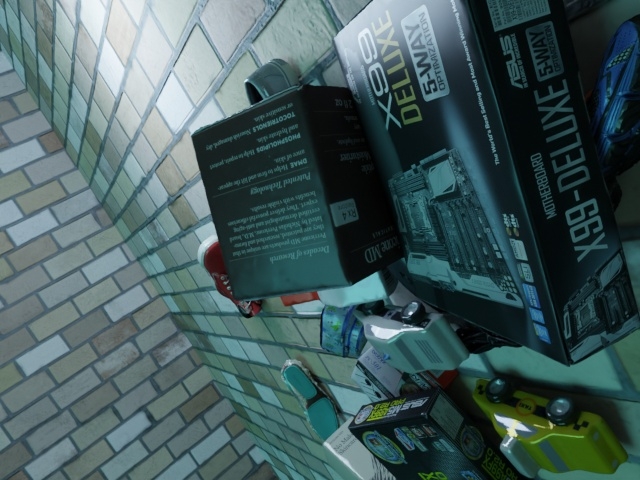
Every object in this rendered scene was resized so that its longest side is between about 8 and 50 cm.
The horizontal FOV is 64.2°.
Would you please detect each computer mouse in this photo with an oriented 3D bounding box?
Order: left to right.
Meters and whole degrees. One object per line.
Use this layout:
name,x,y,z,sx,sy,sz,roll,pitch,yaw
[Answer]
computer mouse,0.160,0.045,0.654,0.262,0.060,0.184,55,154,0

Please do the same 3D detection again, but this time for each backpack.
backpack,0.050,0.136,0.887,0.084,0.105,0.114,16,137,20

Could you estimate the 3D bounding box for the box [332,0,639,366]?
box,0.126,-0.074,0.456,0.307,0.076,0.242,70,167,-12

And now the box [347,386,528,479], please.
box,0.206,0.376,0.856,0.270,0.060,0.216,47,141,-5

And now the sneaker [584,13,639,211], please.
sneaker,0.211,-0.076,0.423,0.087,0.083,0.221,44,149,33

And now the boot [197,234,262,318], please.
boot,-0.218,0.101,1.297,0.176,0.088,0.244,41,157,26

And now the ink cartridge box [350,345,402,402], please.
ink cartridge box,0.150,0.304,0.967,0.207,0.046,0.097,43,150,21

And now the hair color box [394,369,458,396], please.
hair color box,0.176,0.241,0.861,0.072,0.043,0.141,40,150,25

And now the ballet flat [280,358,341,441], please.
ballet flat,-0.019,0.412,1.343,0.241,0.091,0.077,60,-177,0

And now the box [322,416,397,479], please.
box,0.137,0.544,1.183,0.275,0.113,0.094,26,140,42

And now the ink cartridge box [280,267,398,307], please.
ink cartridge box,-0.016,0.016,0.794,0.232,0.066,0.189,-18,101,31

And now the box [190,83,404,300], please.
box,-0.015,-0.054,0.597,0.167,0.168,0.203,-12,95,35

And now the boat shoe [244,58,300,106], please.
boat shoe,-0.060,-0.150,0.766,0.079,0.081,0.227,25,142,43

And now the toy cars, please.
toy cars,0.190,0.197,0.691,0.394,0.087,0.176,32,156,26
